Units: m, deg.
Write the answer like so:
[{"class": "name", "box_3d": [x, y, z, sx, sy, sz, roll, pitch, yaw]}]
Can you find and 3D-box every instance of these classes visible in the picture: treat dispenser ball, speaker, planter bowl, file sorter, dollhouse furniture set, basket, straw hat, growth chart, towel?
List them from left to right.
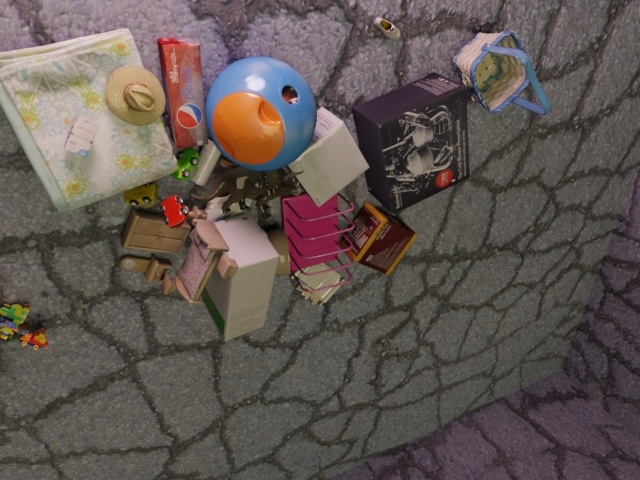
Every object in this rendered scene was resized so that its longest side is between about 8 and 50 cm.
[{"class": "towel", "box_3d": [-0.545, -0.282, 1.147, 0.321, 0.090, 0.374, -25, 123, -22]}, {"class": "straw hat", "box_3d": [-0.421, -0.332, 1.121, 0.144, 0.061, 0.144, -16, 120, -31]}, {"class": "dollhouse furniture set", "box_3d": [-0.418, 0.076, 1.325, 0.174, 0.355, 0.303, 11, 117, -40]}, {"class": "speaker", "box_3d": [-0.326, -0.227, 1.376, 0.055, 0.055, 0.136, 16, 112, -36]}, {"class": "treat dispenser ball", "box_3d": [-0.152, -0.326, 1.249, 0.288, 0.288, 0.288, -14, 127, -20]}, {"class": "planter bowl", "box_3d": [-0.166, 0.042, 1.589, 0.109, 0.162, 0.162, -8, 126, -10]}, {"class": "growth chart", "box_3d": [-0.010, 0.154, 1.833, 0.172, 0.021, 0.237, -41, 131, 3]}, {"class": "file sorter", "box_3d": [0.000, 0.000, 1.612, 0.202, 0.182, 0.290, -14, 123, -20]}, {"class": "basket", "box_3d": [0.577, -0.516, 1.510, 0.201, 0.289, 0.255, -48, 128, 1]}]

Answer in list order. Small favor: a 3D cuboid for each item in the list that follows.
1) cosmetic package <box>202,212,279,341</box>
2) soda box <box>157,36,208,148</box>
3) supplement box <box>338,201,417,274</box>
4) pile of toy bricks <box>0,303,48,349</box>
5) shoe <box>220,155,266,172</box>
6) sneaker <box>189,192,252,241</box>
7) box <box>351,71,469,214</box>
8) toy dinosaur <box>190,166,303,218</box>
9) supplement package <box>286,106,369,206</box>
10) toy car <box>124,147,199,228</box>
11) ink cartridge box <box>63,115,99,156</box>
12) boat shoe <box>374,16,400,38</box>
[{"class": "cosmetic package", "box_3d": [-0.258, 0.120, 1.499, 0.155, 0.197, 0.365, -18, 142, -29]}, {"class": "soda box", "box_3d": [-0.352, -0.377, 1.239, 0.092, 0.083, 0.263, -12, 126, -22]}, {"class": "supplement box", "box_3d": [0.211, -0.006, 1.771, 0.194, 0.129, 0.191, 21, 110, -38]}, {"class": "pile of toy bricks", "box_3d": [-0.874, 0.228, 1.376, 0.212, 0.118, 0.105, 28, 77, -22]}, {"class": "shoe", "box_3d": [-0.208, -0.195, 1.448, 0.219, 0.076, 0.058, 16, 107, -38]}, {"class": "sneaker", "box_3d": [-0.318, -0.088, 1.465, 0.229, 0.087, 0.092, -42, 121, -3]}, {"class": "box", "box_3d": [0.304, -0.315, 1.577, 0.313, 0.179, 0.343, -26, 130, -9]}, {"class": "toy dinosaur", "box_3d": [-0.207, -0.153, 1.379, 0.314, 0.121, 0.160, 6, 116, 1]}, {"class": "supplement package", "box_3d": [0.000, -0.255, 1.470, 0.203, 0.149, 0.194, -38, 131, 0]}, {"class": "toy car", "box_3d": [-0.402, -0.152, 1.327, 0.225, 0.239, 0.053, -58, 151, -14]}, {"class": "ink cartridge box", "box_3d": [-0.543, -0.239, 1.094, 0.048, 0.028, 0.083, 21, 97, -41]}, {"class": "boat shoe", "box_3d": [0.201, -0.619, 1.405, 0.100, 0.035, 0.035, 22, 109, -37]}]
